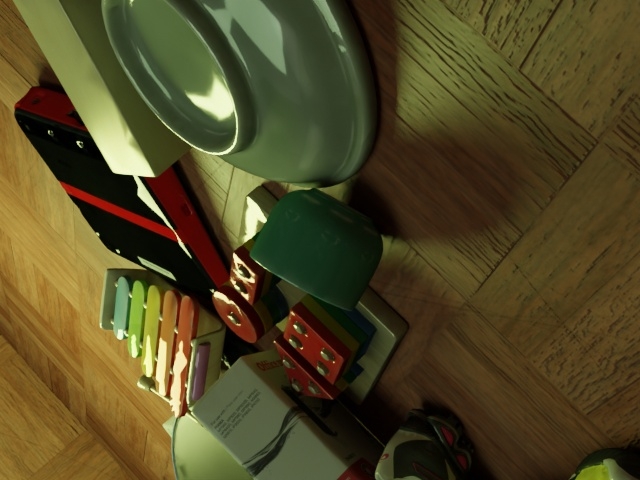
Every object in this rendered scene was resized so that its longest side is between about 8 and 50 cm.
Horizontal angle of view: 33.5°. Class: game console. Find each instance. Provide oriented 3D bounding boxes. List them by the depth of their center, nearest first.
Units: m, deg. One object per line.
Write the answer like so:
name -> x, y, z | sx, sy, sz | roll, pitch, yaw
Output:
game console -> -0.300, -0.071, 1.634 | 0.386, 0.060, 0.342 | 21, 149, 47

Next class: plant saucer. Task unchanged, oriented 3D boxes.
plant saucer -> -0.118, -0.199, 1.086 | 0.400, 0.100, 0.400 | 37, 153, 23

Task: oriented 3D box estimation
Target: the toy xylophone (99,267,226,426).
toy xylophone -> -0.256, 0.176, 1.750 | 0.322, 0.081, 0.236 | 18, 108, 49

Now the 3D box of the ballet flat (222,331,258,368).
ballet flat -> -0.135, 0.184, 1.730 | 0.173, 0.058, 0.049 | 34, -169, 33

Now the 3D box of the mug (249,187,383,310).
mug -> -0.004, -0.002, 1.154 | 0.129, 0.097, 0.157 | 26, -175, -36

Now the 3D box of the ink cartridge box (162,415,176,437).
ink cartridge box -> -0.195, 0.426, 2.134 | 0.165, 0.065, 0.332 | 56, 156, -14

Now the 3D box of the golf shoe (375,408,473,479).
golf shoe -> 0.168, 0.343, 1.353 | 0.273, 0.120, 0.105 | 54, 153, -13

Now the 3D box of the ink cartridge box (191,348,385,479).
ink cartridge box -> -0.024, 0.284, 1.491 | 0.273, 0.114, 0.197 | 43, -170, 13

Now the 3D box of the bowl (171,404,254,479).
bowl -> -0.133, 0.434, 1.859 | 0.391, 0.077, 0.391 | 25, 124, 44

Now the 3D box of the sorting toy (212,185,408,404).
sorting toy -> -0.033, 0.098, 1.373 | 0.257, 0.089, 0.255 | 43, 155, 13

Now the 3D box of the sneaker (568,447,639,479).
sneaker -> 0.271, 0.336, 1.136 | 0.145, 0.147, 0.385 | 46, 154, 12

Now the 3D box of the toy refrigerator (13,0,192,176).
toy refrigerator -> -0.259, -0.216, 1.308 | 0.102, 0.094, 0.270 | 8, 134, 46
